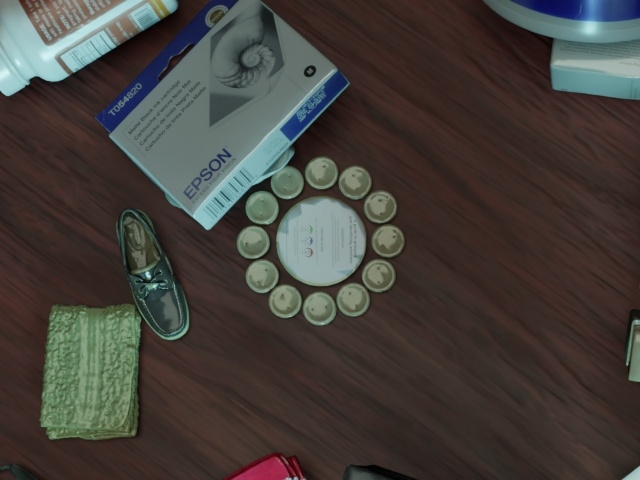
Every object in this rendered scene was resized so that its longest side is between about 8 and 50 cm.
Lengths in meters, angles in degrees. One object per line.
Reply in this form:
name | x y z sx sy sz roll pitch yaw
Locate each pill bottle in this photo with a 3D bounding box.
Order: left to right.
pill bottle | -0.274 -0.251 2.023 0.216 0.121 0.121 -31 79 1

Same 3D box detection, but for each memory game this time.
memory game | 0.000 0.000 2.006 0.186 0.012 0.186 -1 80 7

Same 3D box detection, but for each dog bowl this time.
dog bowl | 0.280 -0.327 1.910 0.265 0.104 0.265 0 46 0

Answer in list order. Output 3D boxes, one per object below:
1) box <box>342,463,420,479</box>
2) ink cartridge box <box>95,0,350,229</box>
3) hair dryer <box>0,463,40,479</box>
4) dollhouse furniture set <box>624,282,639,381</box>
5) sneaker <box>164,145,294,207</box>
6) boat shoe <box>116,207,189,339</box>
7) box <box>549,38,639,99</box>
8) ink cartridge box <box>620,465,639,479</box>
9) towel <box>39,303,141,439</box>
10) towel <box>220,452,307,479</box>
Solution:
box | 0.139 0.278 1.576 0.261 0.184 0.103 19 84 10
ink cartridge box | -0.116 -0.157 1.987 0.223 0.045 0.224 -47 56 -2
hair dryer | -0.247 0.329 1.933 0.293 0.080 0.224 -13 81 14
dollhouse furniture set | 0.418 -0.012 1.817 0.198 0.286 0.303 7 94 8
sneaker | -0.096 -0.071 2.008 0.152 0.061 0.054 -20 87 14
boat shoe | -0.188 0.036 2.004 0.056 0.049 0.152 -26 79 2
box | 0.297 -0.206 1.955 0.102 0.101 0.087 9 82 9
ink cartridge box | 0.382 0.296 1.881 0.127 0.072 0.175 -37 79 1
towel | -0.248 0.142 2.007 0.110 0.027 0.148 0 82 8
towel | -0.061 0.377 1.918 0.199 0.031 0.275 -28 78 21
